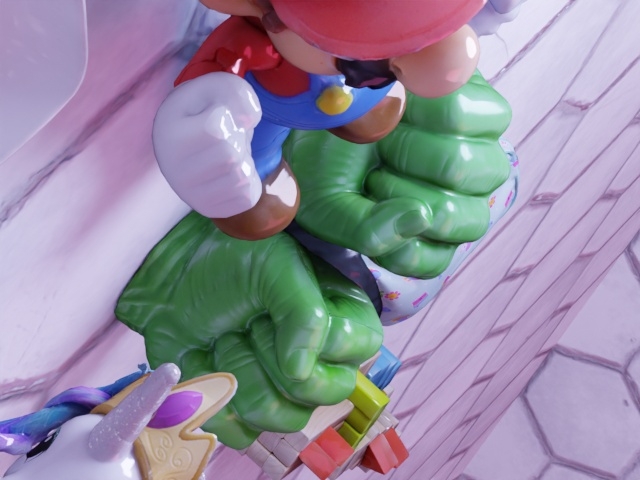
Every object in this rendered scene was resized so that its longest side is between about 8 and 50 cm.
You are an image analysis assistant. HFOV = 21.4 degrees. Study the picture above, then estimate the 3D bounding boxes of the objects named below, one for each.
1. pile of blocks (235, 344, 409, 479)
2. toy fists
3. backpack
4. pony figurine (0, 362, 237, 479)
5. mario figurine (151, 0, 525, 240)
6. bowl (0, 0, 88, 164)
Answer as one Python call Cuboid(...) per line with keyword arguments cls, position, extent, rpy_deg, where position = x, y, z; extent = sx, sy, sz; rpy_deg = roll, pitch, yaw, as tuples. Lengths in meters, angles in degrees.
Cuboid(cls="pile of blocks", position=(0.041, 0.168, 1.655), extent=(0.149, 0.112, 0.362), rpy_deg=(-50, 166, 9))
Cuboid(cls="toy fists", position=(0.000, 0.000, 1.018), extent=(0.279, 0.142, 0.096), rpy_deg=(-51, 166, 9))
Cuboid(cls="backpack", position=(0.050, -0.021, 1.174), extent=(0.182, 0.115, 0.152), rpy_deg=(-47, 164, -17))
Cuboid(cls="pony figurine", position=(-0.205, 0.217, 0.820), extent=(0.363, 0.303, 0.351), rpy_deg=(-24, 148, -25))
Cuboid(cls="mario figurine", position=(0.015, -0.080, 0.776), extent=(0.320, 0.170, 0.198), rpy_deg=(111, -10, -73))
Cuboid(cls="bowl", position=(-0.151, -0.060, 0.588), extent=(0.142, 0.053, 0.142), rpy_deg=(-44, 166, -18))
